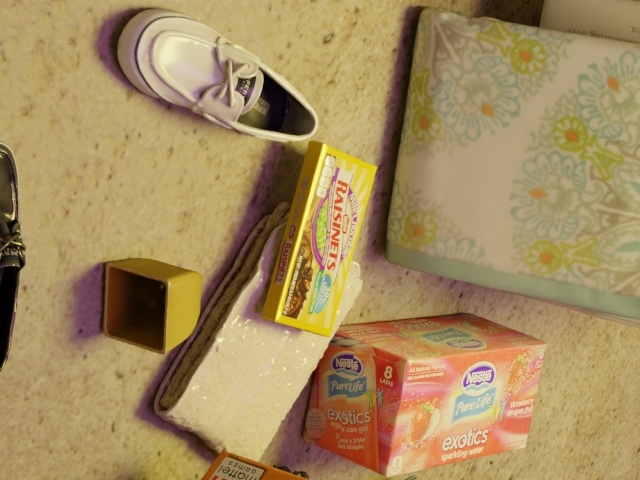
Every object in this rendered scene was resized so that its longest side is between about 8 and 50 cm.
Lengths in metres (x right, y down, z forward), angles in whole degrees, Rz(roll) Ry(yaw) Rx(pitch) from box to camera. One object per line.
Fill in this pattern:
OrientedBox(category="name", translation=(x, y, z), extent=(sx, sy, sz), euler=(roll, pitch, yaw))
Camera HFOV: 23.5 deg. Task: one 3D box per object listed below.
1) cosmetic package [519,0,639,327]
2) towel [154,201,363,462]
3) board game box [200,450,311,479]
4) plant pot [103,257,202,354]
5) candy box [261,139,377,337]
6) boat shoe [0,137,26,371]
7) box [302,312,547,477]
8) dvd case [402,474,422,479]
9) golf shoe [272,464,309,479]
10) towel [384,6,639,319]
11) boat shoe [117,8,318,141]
OrientedBox(category="cosmetic package", translation=(0.451, -0.107, 1.984), extent=(0.327, 0.329, 0.393), euler=(-16, 118, -64))
OrientedBox(category="towel", translation=(-0.062, 0.112, 1.757), extent=(0.187, 0.049, 0.282), euler=(43, 72, -47))
OrientedBox(category="board game box", translation=(-0.005, 0.501, 1.590), extent=(0.356, 0.356, 0.356), euler=(-53, 140, -31))
OrientedBox(category="plant pot", translation=(-0.167, 0.061, 1.596), extent=(0.083, 0.081, 0.081), euler=(-22, 122, -56))
OrientedBox(category="candy box", translation=(0.000, 0.000, 1.729), extent=(0.105, 0.027, 0.205), euler=(20, 84, -52))
OrientedBox(category="boat shoe", translation=(-0.306, 0.019, 1.416), extent=(0.080, 0.076, 0.228), euler=(1, 104, -49))
OrientedBox(category="box", translation=(0.137, 0.187, 1.940), extent=(0.300, 0.142, 0.154), euler=(-1, 105, -49))
OrientedBox(category="dvd case", translation=(0.040, 0.405, 1.988), extent=(0.221, 0.018, 0.164), euler=(-17, 130, -46))
OrientedBox(category="golf shoe", translation=(-0.070, 0.366, 1.830), extent=(0.198, 0.077, 0.094), euler=(-47, 135, -24))
OrientedBox(category="towel", translation=(0.274, -0.089, 1.824), extent=(0.090, 0.375, 0.320), euler=(-23, 123, -70))
OrientedBox(category="boat shoe", translation=(-0.095, -0.165, 1.576), extent=(0.258, 0.084, 0.095), euler=(17, 92, -51))
